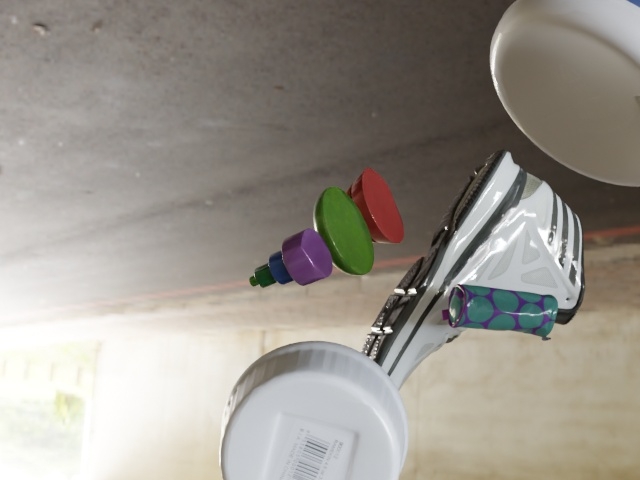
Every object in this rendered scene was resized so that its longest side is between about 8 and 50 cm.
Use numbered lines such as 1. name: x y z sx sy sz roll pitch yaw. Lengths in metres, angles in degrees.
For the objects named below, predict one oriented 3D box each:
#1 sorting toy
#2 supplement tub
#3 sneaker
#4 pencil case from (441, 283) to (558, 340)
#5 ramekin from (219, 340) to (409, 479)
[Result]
1. sorting toy: 0.000 0.000 1.410 0.126 0.127 0.365 -23 -175 26
2. supplement tub: 0.351 -0.241 1.041 0.235 0.325 0.235 34 157 17
3. sneaker: 0.258 0.106 1.568 0.257 0.447 0.169 35 173 -5
4. pencil case: 0.252 0.099 1.411 0.151 0.064 0.070 8 157 -16
5. ramekin: -0.012 0.290 1.430 0.277 0.277 0.135 2 -174 3
